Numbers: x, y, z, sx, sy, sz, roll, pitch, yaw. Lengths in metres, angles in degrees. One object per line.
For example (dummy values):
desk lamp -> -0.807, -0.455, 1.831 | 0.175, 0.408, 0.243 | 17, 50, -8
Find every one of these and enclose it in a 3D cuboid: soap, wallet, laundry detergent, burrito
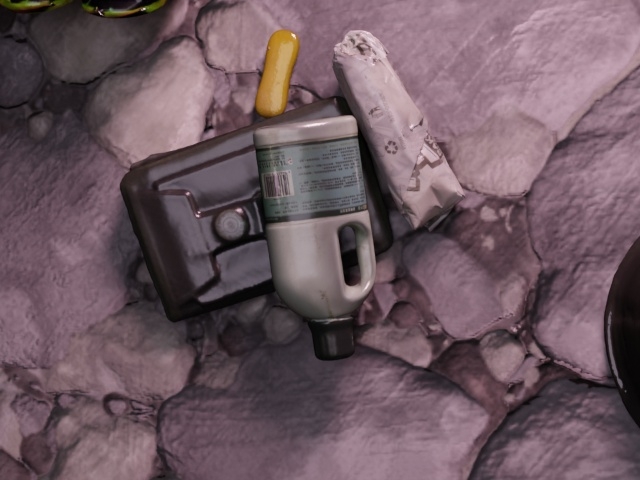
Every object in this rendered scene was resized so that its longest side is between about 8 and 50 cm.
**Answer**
soap -> -0.042, -0.163, 1.527 | 0.034, 0.012, 0.089 | 14, 91, 16
wallet -> -0.063, -0.032, 1.510 | 0.245, 0.052, 0.168 | -18, 85, 12
laundry detergent -> 0.000, 0.000, 1.448 | 0.099, 0.070, 0.225 | -10, 94, -17
burrito -> 0.071, -0.107, 1.468 | 0.064, 0.064, 0.203 | -28, 82, 13

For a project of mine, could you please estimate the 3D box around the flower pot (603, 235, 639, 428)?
flower pot -> 0.367, 0.081, 1.317 | 0.269, 0.166, 0.268 | 0, 88, 16

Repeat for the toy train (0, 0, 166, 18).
toy train -> -0.260, -0.294, 1.531 | 0.296, 0.160, 0.100 | 9, 128, 19
